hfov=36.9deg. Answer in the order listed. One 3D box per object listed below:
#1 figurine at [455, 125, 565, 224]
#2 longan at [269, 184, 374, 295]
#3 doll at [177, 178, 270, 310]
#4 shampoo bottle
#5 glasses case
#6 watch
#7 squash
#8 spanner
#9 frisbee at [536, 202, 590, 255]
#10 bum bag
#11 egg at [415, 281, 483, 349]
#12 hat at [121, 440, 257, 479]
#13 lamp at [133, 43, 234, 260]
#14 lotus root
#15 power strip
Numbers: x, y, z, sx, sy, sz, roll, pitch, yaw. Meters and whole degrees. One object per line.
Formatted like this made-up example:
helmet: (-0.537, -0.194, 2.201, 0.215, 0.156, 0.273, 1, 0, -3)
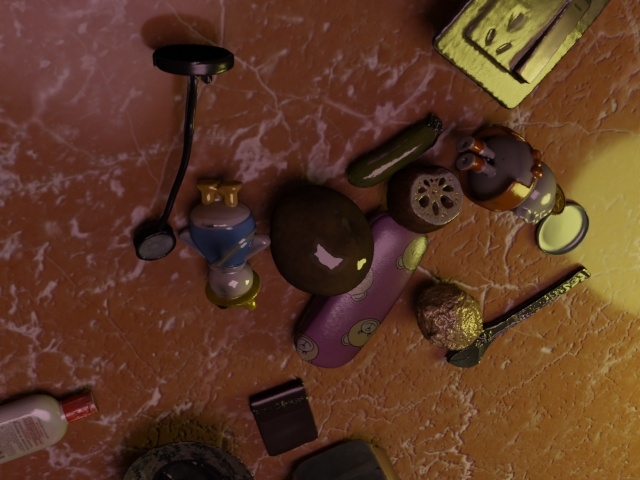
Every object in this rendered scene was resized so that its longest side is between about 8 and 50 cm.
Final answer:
figurine: (0.331, -0.106, 1.611, 0.271, 0.143, 0.143, 14, 114, -25)
longan: (0.000, 0.000, 1.531, 0.167, 0.167, 0.187, -25, 121, -5)
doll: (-0.150, 0.018, 1.525, 0.135, 0.099, 0.241, -15, 126, -11)
shampoo bottle: (-0.482, 0.307, 1.602, 0.221, 0.051, 0.108, -19, 123, -9)
glasses case: (0.069, 0.089, 1.661, 0.123, 0.076, 0.316, 24, 109, -28)
watch: (0.045, 0.541, 1.886, 0.253, 0.161, 0.241, -22, 132, -6)
squash: (0.125, -0.141, 1.563, 0.183, 0.052, 0.052, -33, 125, -3)
spanner: (0.381, 0.146, 1.843, 0.325, 0.026, 0.093, -32, 126, -1)
frisbee: (0.447, -0.021, 1.774, 0.110, 0.014, 0.110, -10, 122, -16)
bum bag: (-0.065, 0.335, 1.790, 0.109, 0.026, 0.159, -21, 125, -8)
egg: (0.229, 0.137, 1.725, 0.140, 0.118, 0.116, 33, 122, -24)
hat: (-0.238, 0.449, 1.734, 0.266, 0.128, 0.265, -3, 108, -10)
lamp: (-0.218, -0.139, 1.442, 0.130, 0.108, 0.371, -11, 138, -28)
lotus root: (0.175, -0.067, 1.578, 0.122, 0.081, 0.112, -6, 93, -25)
power strip: (0.303, -0.355, 1.473, 0.251, 0.092, 0.257, 29, 106, -41)
